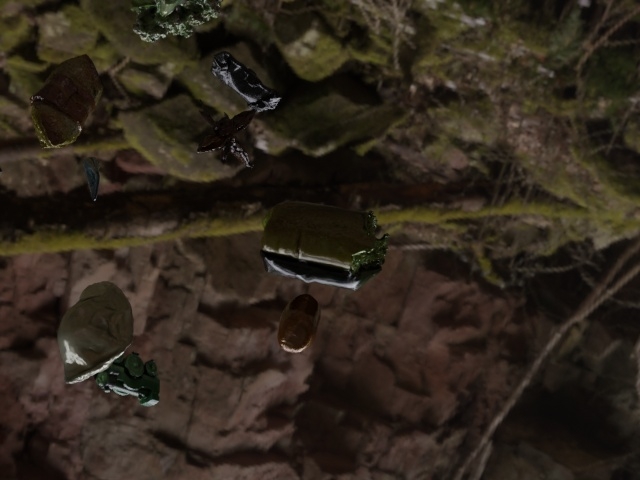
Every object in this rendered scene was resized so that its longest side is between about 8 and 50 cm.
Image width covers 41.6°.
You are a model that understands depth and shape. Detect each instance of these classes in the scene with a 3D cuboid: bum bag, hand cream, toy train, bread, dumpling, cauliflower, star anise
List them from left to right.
[{"bbox_3d":[-0.653,-0.188,2.421,0.048,0.083,0.224,8,-160,-22],"label":"hand cream"},{"bbox_3d":[-0.487,0.195,1.865,0.131,0.179,0.252,45,-146,-40],"label":"dumpling"},{"bbox_3d":[-0.458,0.323,1.995,0.178,0.071,0.105,29,-136,-42],"label":"toy train"},{"bbox_3d":[-0.403,-0.644,2.228,0.239,0.256,0.315,49,180,-10],"label":"cauliflower"},{"bbox_3d":[-0.239,-0.255,1.996,0.158,0.141,0.144,2,-168,-37],"label":"star anise"},{"bbox_3d":[-0.189,-0.383,2.064,0.197,0.087,0.049,38,-132,-21],"label":"bum bag"},{"bbox_3d":[0.000,0.000,2.497,0.376,0.208,0.251,9,-137,14],"label":"bread"}]

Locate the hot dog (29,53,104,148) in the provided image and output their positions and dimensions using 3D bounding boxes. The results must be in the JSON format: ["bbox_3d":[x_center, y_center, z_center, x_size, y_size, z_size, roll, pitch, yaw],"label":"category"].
[{"bbox_3d":[-0.552,-0.285,1.799,0.123,0.093,0.262,46,-137,-26],"label":"hot dog"}]

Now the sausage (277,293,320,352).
[{"bbox_3d":[-0.052,0.202,2.094,0.105,0.105,0.274,18,-170,1],"label":"sausage"}]

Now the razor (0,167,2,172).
[{"bbox_3d":[-0.602,-0.078,1.347,0.190,0.033,0.066,-26,-172,-27],"label":"razor"}]
